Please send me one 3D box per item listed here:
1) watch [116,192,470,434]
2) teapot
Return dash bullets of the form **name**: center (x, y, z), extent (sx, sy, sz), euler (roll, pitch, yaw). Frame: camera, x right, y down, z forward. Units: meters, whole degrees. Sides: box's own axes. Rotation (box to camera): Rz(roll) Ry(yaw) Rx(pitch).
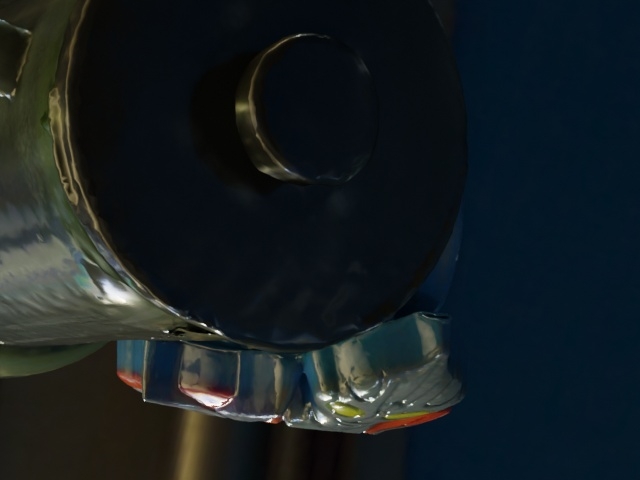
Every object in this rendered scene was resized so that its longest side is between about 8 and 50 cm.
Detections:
- **watch**: center (0.000, 0.000, 1.306), extent (0.305, 0.241, 0.274), euler (-8, -105, 58)
- **teapot**: center (-0.109, -0.048, 0.803), extent (0.337, 0.270, 0.200), euler (-8, -116, 59)
